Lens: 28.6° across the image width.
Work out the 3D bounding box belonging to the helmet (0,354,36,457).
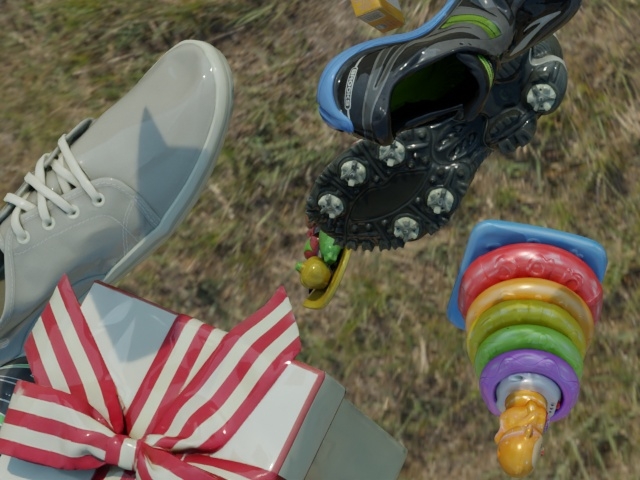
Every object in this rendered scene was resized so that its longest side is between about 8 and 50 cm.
[{"bbox_3d":[-0.248,0.185,1.157,0.169,0.169,0.161,45,123,-7],"label":"helmet"}]

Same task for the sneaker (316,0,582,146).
[{"bbox_3d":[0.089,-0.108,0.759,0.188,0.078,0.067,-31,136,-19],"label":"sneaker"}]

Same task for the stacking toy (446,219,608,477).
[{"bbox_3d":[0.222,0.133,1.349,0.166,0.301,0.175,12,130,0],"label":"stacking toy"}]

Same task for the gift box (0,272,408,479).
[{"bbox_3d":[-0.103,0.173,0.999,0.255,0.258,0.276,14,74,27],"label":"gift box"}]

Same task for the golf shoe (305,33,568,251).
[{"bbox_3d":[0.104,-0.089,1.099,0.273,0.120,0.105,-37,105,27],"label":"golf shoe"}]

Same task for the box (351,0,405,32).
[{"bbox_3d":[0.035,-0.259,1.126,0.028,0.081,0.136,-21,81,18],"label":"box"}]

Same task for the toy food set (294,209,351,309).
[{"bbox_3d":[0.000,0.000,1.843,0.071,0.217,0.128,23,138,-10],"label":"toy food set"}]

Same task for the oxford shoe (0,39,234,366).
[{"bbox_3d":[-0.261,-0.036,1.341,0.449,0.169,0.130,-46,140,13],"label":"oxford shoe"}]
